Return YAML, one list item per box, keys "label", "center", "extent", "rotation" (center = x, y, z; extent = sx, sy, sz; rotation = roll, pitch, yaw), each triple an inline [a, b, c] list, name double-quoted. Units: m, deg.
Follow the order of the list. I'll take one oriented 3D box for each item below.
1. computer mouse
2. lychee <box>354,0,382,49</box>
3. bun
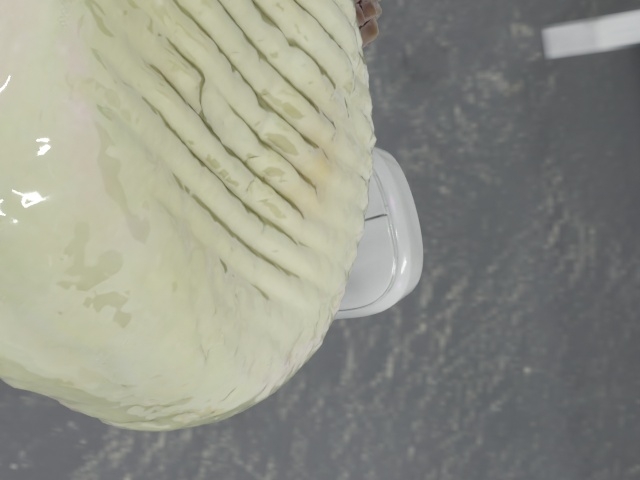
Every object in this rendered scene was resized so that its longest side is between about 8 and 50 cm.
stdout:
- label: "computer mouse"
  center: [0.000, 0.000, 1.743]
  extent: [0.121, 0.297, 0.184]
  rotation: [-9, 87, -21]
- label: "lychee"
  center: [-0.102, -0.172, 1.203]
  extent: [0.306, 0.330, 0.306]
  rotation: [32, 42, -33]
- label: "bun"
  center: [-0.114, -0.085, 0.753]
  extent: [0.361, 0.213, 0.361]
  rotation: [1, 90, -65]
